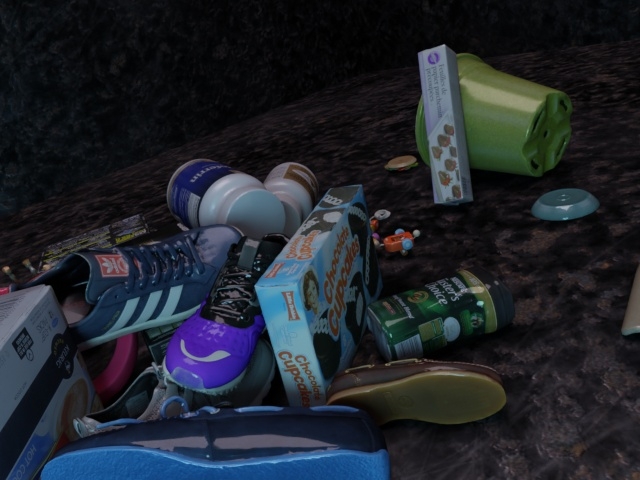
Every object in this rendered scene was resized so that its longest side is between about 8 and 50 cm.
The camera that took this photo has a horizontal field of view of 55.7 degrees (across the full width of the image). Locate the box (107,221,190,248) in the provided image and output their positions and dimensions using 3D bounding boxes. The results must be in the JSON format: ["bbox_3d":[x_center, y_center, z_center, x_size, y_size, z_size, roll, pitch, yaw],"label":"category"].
[{"bbox_3d":[-0.350,0.062,1.264,0.257,0.079,0.322,-25,23,-18],"label":"box"}]

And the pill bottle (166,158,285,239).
[{"bbox_3d":[-0.188,-0.066,1.194,0.153,0.153,0.264,-26,30,-26],"label":"pill bottle"}]

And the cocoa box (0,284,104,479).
[{"bbox_3d":[-0.406,0.241,0.642,0.231,0.228,0.347,-15,21,1],"label":"cocoa box"}]

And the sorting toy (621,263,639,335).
[{"bbox_3d":[0.479,0.061,0.730,0.195,0.047,0.347,0,26,34],"label":"sorting toy"}]

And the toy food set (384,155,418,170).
[{"bbox_3d":[0.215,-0.203,1.607,0.083,0.020,0.082,-19,22,-11],"label":"toy food set"}]

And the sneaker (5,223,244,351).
[{"bbox_3d":[-0.266,0.052,0.861,0.349,0.148,0.131,-26,63,-16],"label":"sneaker"}]

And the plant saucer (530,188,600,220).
[{"bbox_3d":[0.448,-0.071,1.114,0.119,0.021,0.119,-13,22,6],"label":"plant saucer"}]

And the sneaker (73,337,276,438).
[{"bbox_3d":[-0.168,0.192,0.754,0.105,0.115,0.281,6,30,43],"label":"sneaker"}]

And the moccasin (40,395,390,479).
[{"bbox_3d":[-0.101,0.236,0.625,0.341,0.138,0.117,0,18,2],"label":"moccasin"}]

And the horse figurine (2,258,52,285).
[{"bbox_3d":[-0.465,0.114,1.086,0.263,0.175,0.066,5,43,44],"label":"horse figurine"}]

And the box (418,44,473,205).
[{"bbox_3d":[0.259,-0.235,1.253,0.063,0.324,0.067,-9,-7,33],"label":"box"}]

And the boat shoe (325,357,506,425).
[{"bbox_3d":[0.104,0.165,0.694,0.206,0.073,0.073,-8,24,18],"label":"boat shoe"}]

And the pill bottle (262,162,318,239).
[{"bbox_3d":[-0.079,-0.084,1.360,0.131,0.131,0.229,-11,22,11],"label":"pill bottle"}]

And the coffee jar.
[{"bbox_3d":[0.161,0.098,0.813,0.184,0.079,0.096,-19,21,-9],"label":"coffee jar"}]

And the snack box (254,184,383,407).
[{"bbox_3d":[0.014,0.065,0.847,0.060,0.187,0.322,-5,24,21],"label":"snack box"}]

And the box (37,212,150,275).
[{"bbox_3d":[-0.558,0.024,1.523,0.270,0.060,0.216,-22,23,-15],"label":"box"}]

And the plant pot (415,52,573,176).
[{"bbox_3d":[0.396,-0.256,1.337,0.276,0.276,0.253,-29,37,-31],"label":"plant pot"}]

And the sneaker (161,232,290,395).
[{"bbox_3d":[-0.105,0.068,0.774,0.102,0.146,0.293,19,24,9],"label":"sneaker"}]

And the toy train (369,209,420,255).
[{"bbox_3d":[0.113,-0.002,1.149,0.125,0.046,0.166,-17,24,-6],"label":"toy train"}]

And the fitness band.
[{"bbox_3d":[-0.421,0.167,0.914,0.290,0.054,0.209,-7,62,-1],"label":"fitness band"}]

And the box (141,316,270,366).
[{"bbox_3d":[-0.189,0.134,0.966,0.180,0.078,0.147,-24,23,-19],"label":"box"}]
